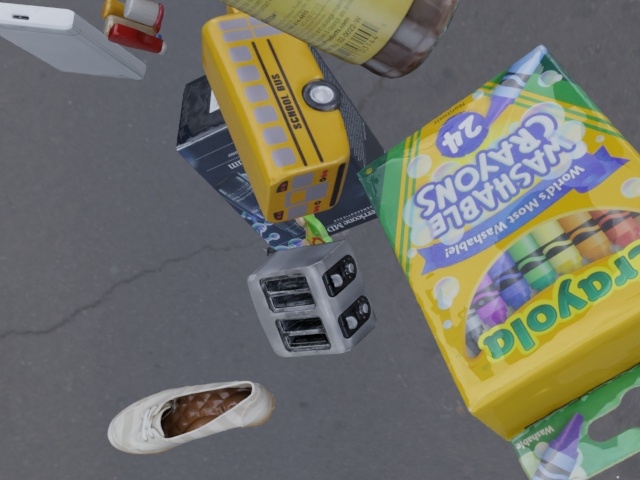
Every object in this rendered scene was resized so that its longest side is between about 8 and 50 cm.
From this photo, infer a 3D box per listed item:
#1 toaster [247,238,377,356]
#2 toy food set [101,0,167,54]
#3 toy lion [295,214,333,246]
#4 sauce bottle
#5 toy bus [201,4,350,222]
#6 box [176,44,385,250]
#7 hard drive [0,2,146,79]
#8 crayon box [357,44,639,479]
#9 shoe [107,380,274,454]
[{"bbox_3d":[-0.020,0.096,1.271,0.186,0.110,0.168,-9,108,33],"label":"toaster"},{"bbox_3d":[-0.295,-0.385,1.289,0.232,0.104,0.111,-12,70,57],"label":"toy food set"},{"bbox_3d":[0.000,0.000,1.434,0.034,0.100,0.096,-35,46,-22],"label":"toy lion"},{"bbox_3d":[-0.073,-0.210,0.450,0.111,0.344,0.111,-43,37,45],"label":"sauce bottle"},{"bbox_3d":[-0.063,-0.193,0.980,0.130,0.108,0.332,-16,63,-16],"label":"toy bus"},{"bbox_3d":[-0.067,-0.195,1.618,0.293,0.395,0.212,-21,47,21],"label":"box"},{"bbox_3d":[-0.569,-0.439,1.687,0.233,0.353,0.047,8,88,11],"label":"hard drive"},{"bbox_3d":[0.176,0.009,0.607,0.203,0.083,0.323,-34,47,14],"label":"crayon box"},{"bbox_3d":[-0.168,0.213,0.940,0.219,0.058,0.076,-15,63,7],"label":"shoe"}]
